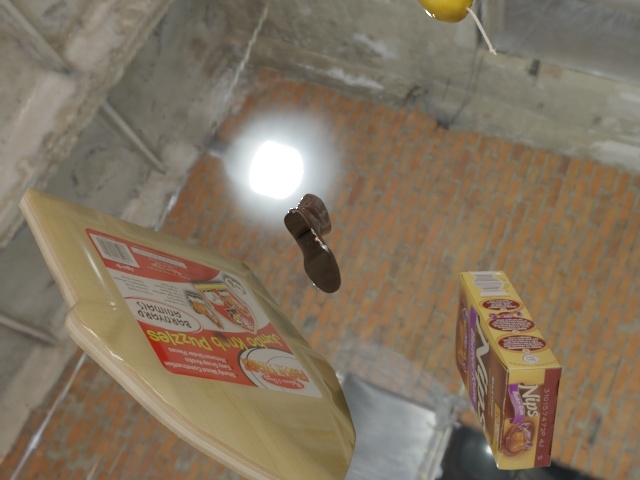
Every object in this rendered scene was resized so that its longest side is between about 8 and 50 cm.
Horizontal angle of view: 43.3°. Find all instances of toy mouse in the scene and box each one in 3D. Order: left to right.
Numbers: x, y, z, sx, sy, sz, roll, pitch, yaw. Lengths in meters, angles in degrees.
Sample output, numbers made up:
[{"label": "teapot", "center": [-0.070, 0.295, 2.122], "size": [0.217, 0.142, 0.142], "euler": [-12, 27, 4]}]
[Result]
[{"label": "toy mouse", "center": [0.109, -0.252, 0.647], "size": [0.031, 0.161, 0.143], "euler": [-16, -40, -49]}]

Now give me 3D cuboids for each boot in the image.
[{"label": "boot", "center": [0.000, 0.000, 0.930], "size": [0.106, 0.037, 0.114], "euler": [64, -167, -6]}]

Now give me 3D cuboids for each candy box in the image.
[{"label": "candy box", "center": [0.175, 0.118, 0.782], "size": [0.186, 0.053, 0.109], "euler": [-103, 11, -66]}]

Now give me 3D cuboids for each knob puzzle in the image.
[{"label": "knob puzzle", "center": [-0.056, 0.064, 0.417], "size": [0.030, 0.213, 0.213], "euler": [-50, -14, 13]}]
